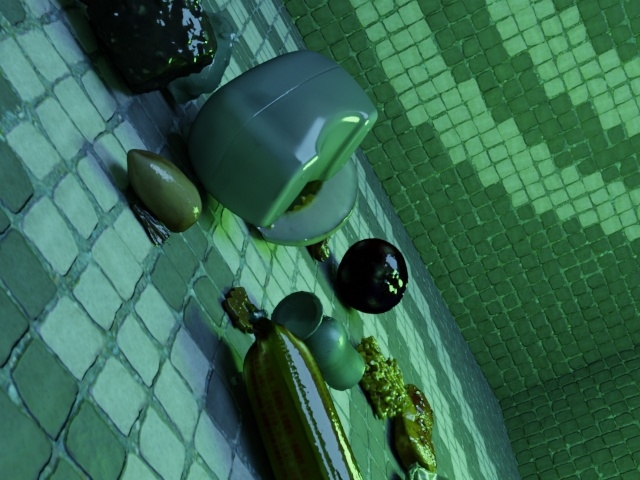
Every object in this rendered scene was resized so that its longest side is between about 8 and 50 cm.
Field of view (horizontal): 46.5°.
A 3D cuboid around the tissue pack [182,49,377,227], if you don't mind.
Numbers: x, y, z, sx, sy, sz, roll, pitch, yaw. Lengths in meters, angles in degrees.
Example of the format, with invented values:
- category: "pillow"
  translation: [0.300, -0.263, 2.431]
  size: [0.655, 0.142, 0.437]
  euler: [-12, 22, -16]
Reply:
- category: "tissue pack"
  translation: [-0.077, -0.201, 1.338]
  size: [0.236, 0.229, 0.333]
  euler: [43, 45, 5]

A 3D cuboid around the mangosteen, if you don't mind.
- category: "mangosteen"
  translation: [0.124, 0.085, 1.903]
  size: [0.194, 0.194, 0.230]
  euler: [59, -13, -21]

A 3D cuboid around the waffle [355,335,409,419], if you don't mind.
- category: "waffle"
  translation: [0.143, 0.315, 1.750]
  size: [0.197, 0.070, 0.193]
  euler: [68, 14, 14]

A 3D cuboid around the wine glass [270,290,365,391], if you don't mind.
- category: "wine glass"
  translation: [0.003, 0.192, 1.371]
  size: [0.231, 0.103, 0.103]
  euler: [54, 17, -47]

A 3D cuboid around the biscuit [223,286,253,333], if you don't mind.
- category: "biscuit"
  translation: [-0.131, 0.107, 1.200]
  size: [0.082, 0.016, 0.092]
  euler: [49, 19, -34]

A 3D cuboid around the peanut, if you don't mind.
- category: "peanut"
  translation: [-0.222, -0.071, 1.049]
  size: [0.152, 0.076, 0.076]
  euler: [57, 15, -38]

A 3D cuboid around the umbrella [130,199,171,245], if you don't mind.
- category: "umbrella"
  translation: [-0.235, -0.022, 1.033]
  size: [0.031, 0.020, 0.083]
  euler: [-52, 123, -31]

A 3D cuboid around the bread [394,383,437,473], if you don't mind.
- category: "bread"
  translation: [0.225, 0.452, 1.799]
  size: [0.139, 0.077, 0.271]
  euler: [60, 15, -12]

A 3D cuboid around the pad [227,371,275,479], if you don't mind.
- category: "pad"
  translation: [-0.079, 0.280, 1.101]
  size: [0.188, 0.006, 0.113]
  euler: [67, 13, 10]

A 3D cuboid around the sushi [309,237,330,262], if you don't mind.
- category: "sushi"
  translation: [-0.004, 0.001, 1.807]
  size: [0.060, 0.061, 0.118]
  euler: [62, 31, -50]

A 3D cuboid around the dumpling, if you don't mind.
- category: "dumpling"
  translation: [-0.241, -0.351, 1.366]
  size: [0.217, 0.149, 0.105]
  euler: [62, -29, 18]

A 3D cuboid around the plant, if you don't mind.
- category: "plant"
  translation: [-0.270, -0.353, 1.155]
  size: [0.234, 0.204, 0.178]
  euler: [62, -10, -3]

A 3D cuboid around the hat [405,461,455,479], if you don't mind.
- category: "hat"
  translation: [0.235, 0.611, 1.586]
  size: [0.214, 0.149, 0.245]
  euler: [21, 82, -69]

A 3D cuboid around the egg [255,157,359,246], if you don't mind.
- category: "egg"
  translation: [-0.036, -0.087, 1.547]
  size: [0.162, 0.206, 0.271]
  euler: [120, -13, -68]

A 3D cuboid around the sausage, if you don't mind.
- category: "sausage"
  translation: [-0.044, 0.233, 1.062]
  size: [0.125, 0.117, 0.317]
  euler: [71, -4, -79]
